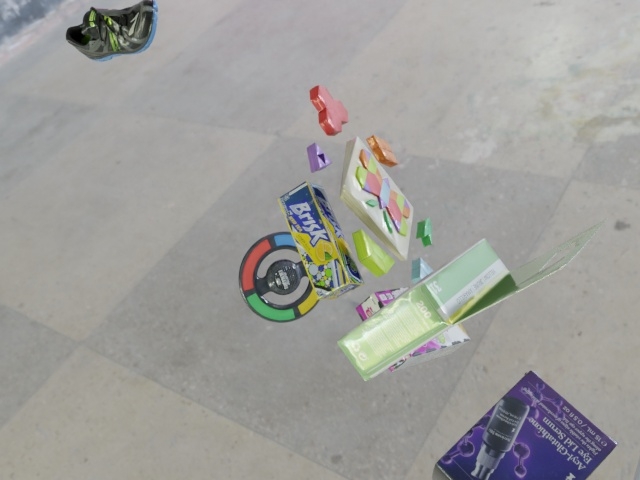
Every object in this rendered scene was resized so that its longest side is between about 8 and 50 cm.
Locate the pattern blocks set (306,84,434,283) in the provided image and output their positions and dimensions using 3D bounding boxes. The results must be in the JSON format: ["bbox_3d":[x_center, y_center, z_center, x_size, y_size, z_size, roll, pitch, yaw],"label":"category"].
[{"bbox_3d":[0.090,-0.068,1.051,0.026,0.325,0.285,-24,47,31],"label":"pattern blocks set"}]

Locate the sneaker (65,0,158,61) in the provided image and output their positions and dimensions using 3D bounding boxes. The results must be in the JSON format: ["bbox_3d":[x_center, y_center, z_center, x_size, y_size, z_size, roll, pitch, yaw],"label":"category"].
[{"bbox_3d":[-0.320,-0.323,1.027,0.188,0.078,0.067,-6,77,34],"label":"sneaker"}]

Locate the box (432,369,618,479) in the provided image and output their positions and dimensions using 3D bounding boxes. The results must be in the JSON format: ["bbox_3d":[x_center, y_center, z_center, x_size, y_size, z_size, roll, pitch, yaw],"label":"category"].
[{"bbox_3d":[0.284,0.317,0.950,0.207,0.108,0.153,-39,61,-17],"label":"box"}]

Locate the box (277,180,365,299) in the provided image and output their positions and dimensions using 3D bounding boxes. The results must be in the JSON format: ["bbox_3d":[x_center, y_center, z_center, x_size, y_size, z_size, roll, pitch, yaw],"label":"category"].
[{"bbox_3d":[0.000,0.000,0.987,0.059,0.054,0.168,-30,72,22],"label":"box"}]

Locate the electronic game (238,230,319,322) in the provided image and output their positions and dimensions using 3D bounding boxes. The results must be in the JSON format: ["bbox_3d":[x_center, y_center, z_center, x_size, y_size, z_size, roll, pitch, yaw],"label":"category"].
[{"bbox_3d":[-0.091,0.091,1.661,0.229,0.229,0.048,-36,17,-15],"label":"electronic game"}]

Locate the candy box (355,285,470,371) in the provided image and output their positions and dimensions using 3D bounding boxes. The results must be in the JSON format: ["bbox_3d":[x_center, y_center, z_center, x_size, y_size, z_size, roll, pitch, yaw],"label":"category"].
[{"bbox_3d":[0.205,0.183,1.459,0.071,0.233,0.159,-45,64,34],"label":"candy box"}]

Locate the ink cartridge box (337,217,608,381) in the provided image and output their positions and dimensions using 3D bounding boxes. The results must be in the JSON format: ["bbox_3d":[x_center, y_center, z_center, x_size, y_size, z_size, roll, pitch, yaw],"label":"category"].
[{"bbox_3d":[0.146,0.039,0.652,0.235,0.056,0.171,-41,-9,35],"label":"ink cartridge box"}]

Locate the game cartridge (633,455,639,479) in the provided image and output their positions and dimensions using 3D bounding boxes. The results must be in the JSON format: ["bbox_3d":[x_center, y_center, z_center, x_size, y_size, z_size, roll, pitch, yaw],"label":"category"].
[{"bbox_3d":[0.698,0.430,1.139,0.294,0.196,0.060,9,28,17],"label":"game cartridge"}]
